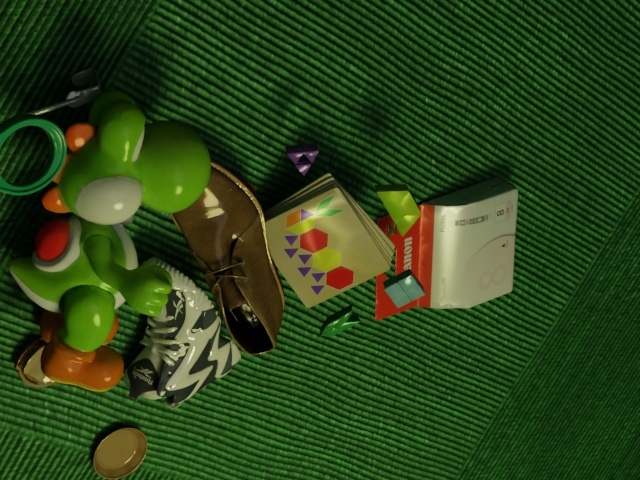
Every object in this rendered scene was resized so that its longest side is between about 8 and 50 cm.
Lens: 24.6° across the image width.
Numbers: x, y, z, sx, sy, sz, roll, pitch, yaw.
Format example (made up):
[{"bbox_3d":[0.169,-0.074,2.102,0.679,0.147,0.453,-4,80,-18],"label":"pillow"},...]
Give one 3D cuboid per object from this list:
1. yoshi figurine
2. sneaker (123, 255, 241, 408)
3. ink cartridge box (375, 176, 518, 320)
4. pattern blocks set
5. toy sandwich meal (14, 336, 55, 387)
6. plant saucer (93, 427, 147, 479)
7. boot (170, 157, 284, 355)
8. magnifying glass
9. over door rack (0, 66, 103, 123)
[{"bbox_3d":[-0.232,-0.005,1.789,0.203,0.203,0.362,-31,143,-56],"label":"yoshi figurine"},{"bbox_3d":[-0.212,0.138,1.959,0.153,0.094,0.235,-46,144,-18],"label":"sneaker"},{"bbox_3d":[0.194,0.023,2.231,0.232,0.066,0.189,-22,127,-31],"label":"ink cartridge box"},{"bbox_3d":[0.000,0.000,2.011,0.285,0.026,0.325,-19,128,7],"label":"pattern blocks set"},{"bbox_3d":[-0.355,0.160,1.907,0.085,0.029,0.086,-18,125,-28],"label":"toy sandwich meal"},{"bbox_3d":[-0.282,0.295,2.051,0.083,0.015,0.083,-18,124,-28],"label":"plant saucer"},{"bbox_3d":[-0.118,0.023,1.923,0.112,0.115,0.305,-18,126,10],"label":"boot"},{"bbox_3d":[-0.383,-0.082,1.608,0.231,0.026,0.092,-17,124,-38],"label":"magnifying glass"},{"bbox_3d":[-0.396,-0.202,1.616,0.324,0.108,0.239,-27,129,-23],"label":"over door rack"}]
